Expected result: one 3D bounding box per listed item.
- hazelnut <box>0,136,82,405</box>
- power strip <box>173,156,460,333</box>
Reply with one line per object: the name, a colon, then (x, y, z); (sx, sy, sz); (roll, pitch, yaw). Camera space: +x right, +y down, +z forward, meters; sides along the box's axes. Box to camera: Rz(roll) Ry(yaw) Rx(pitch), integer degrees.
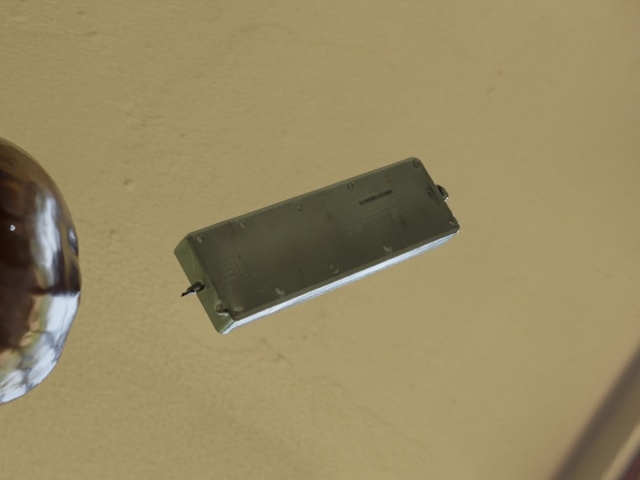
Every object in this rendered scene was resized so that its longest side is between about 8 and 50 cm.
hazelnut: (-0.293, 0.023, 0.973); (0.218, 0.218, 0.234); (13, -96, -37)
power strip: (0.000, 0.000, 1.257); (0.367, 0.043, 0.106); (-20, -106, -38)
